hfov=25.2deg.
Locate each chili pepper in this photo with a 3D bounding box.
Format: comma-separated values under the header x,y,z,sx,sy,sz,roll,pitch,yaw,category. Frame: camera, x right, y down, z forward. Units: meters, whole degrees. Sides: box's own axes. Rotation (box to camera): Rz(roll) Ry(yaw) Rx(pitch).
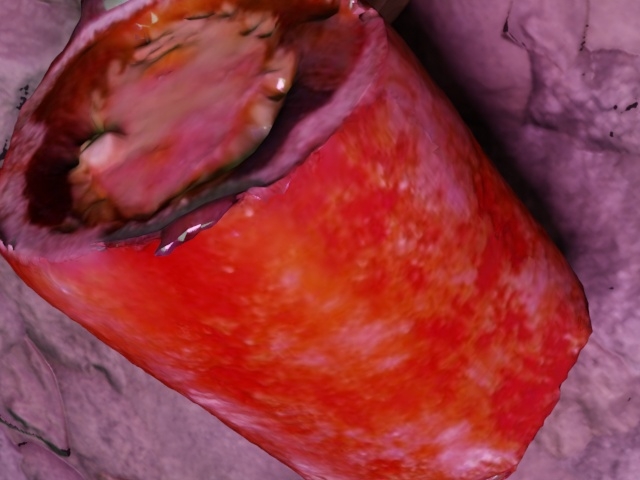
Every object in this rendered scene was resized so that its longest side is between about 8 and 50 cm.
x,y,z,sx,sy,sz,roll,pitch,yaw,category
0.000,0.000,0.788,0.251,0.229,0.305,-21,136,33,chili pepper

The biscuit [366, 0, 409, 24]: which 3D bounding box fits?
x,y,z,sx,sy,sz,roll,pitch,yaw,category
0.040,-0.165,0.796,0.052,0.056,0.188,40,123,3,biscuit
